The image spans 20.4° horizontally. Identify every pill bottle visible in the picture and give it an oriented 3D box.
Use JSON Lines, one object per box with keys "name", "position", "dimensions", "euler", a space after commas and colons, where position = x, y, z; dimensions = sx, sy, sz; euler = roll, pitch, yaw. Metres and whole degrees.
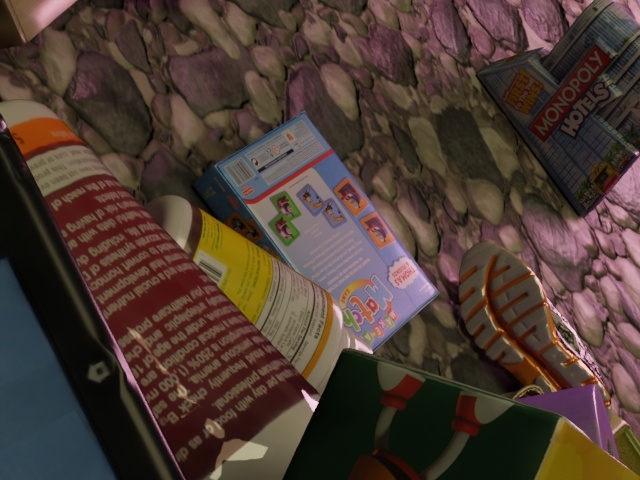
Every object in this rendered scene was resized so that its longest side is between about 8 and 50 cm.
{"name": "pill bottle", "position": [-0.065, 0.063, 1.393], "dimensions": [0.215, 0.117, 0.117], "euler": [34, 40, -25]}
{"name": "pill bottle", "position": [-0.133, 0.119, 1.130], "dimensions": [0.392, 0.224, 0.224], "euler": [46, 35, 10]}

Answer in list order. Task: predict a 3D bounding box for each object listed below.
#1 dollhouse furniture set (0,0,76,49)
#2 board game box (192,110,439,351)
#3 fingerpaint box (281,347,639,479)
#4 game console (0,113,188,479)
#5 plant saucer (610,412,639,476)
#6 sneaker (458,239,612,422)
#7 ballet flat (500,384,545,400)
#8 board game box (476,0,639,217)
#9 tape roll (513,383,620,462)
{"name": "dollhouse furniture set", "position": [-0.275, -0.286, 1.383], "dimensions": [0.161, 0.212, 0.242], "euler": [-54, 130, -51]}
{"name": "board game box", "position": [0.000, 0.000, 1.582], "dimensions": [0.211, 0.039, 0.160], "euler": [53, 36, 1]}
{"name": "fingerpaint box", "position": [0.108, 0.321, 1.020], "dimensions": [0.445, 0.163, 0.371], "euler": [35, 75, -46]}
{"name": "game console", "position": [-0.260, 0.144, 0.982], "dimensions": [0.386, 0.342, 0.060], "euler": [62, -5, 11]}
{"name": "plant saucer", "position": [0.285, 0.257, 1.677], "dimensions": [0.188, 0.045, 0.188], "euler": [56, 36, 4]}
{"name": "sneaker", "position": [0.205, 0.095, 1.707], "dimensions": [0.215, 0.084, 0.083], "euler": [58, 18, 5]}
{"name": "ballet flat", "position": [0.164, 0.184, 1.599], "dimensions": [0.057, 0.052, 0.168], "euler": [44, 37, -12]}
{"name": "board game box", "position": [0.278, -0.161, 1.930], "dimensions": [0.194, 0.194, 0.060], "euler": [42, 34, 9]}
{"name": "tape roll", "position": [0.209, 0.259, 1.442], "dimensions": [0.275, 0.090, 0.274], "euler": [-11, 90, -79]}
